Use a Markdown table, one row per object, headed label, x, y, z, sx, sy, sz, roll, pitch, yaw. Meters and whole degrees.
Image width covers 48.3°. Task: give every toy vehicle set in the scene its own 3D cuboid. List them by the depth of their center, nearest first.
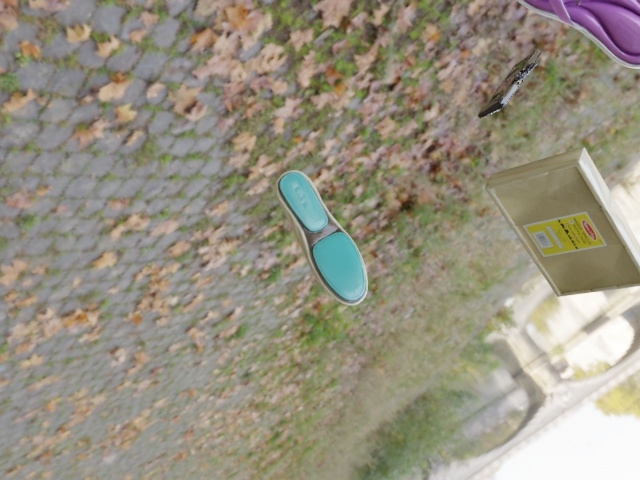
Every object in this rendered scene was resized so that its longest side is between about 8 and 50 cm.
| label | x | y | z | sx | sy | sz | roll | pitch | yaw |
| --- | --- | --- | --- | --- | --- | --- | --- | --- | --- |
| toy vehicle set | 0.406 | -0.019 | 1.164 | 0.166 | 0.267 | 0.035 | -14 | -146 | 45 |

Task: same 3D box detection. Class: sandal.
| label | x | y | z | sx | sy | sz | roll | pitch | yaw |
| --- | --- | --- | --- | --- | --- | --- | --- | --- | --- |
| sandal | 0.563 | -0.519 | 1.504 | 0.169 | 0.416 | 0.102 | -58 | 179 | 22 |

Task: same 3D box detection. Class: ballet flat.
| label | x | y | z | sx | sy | sz | roll | pitch | yaw |
| --- | --- | --- | --- | --- | --- | --- | --- | --- | --- |
| ballet flat | 0.000 | 0.000 | 1.164 | 0.086 | 0.248 | 0.086 | -25 | 166 | -7 |

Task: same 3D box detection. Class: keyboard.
| label | x | y | z | sx | sy | sz | roll | pitch | yaw |
| --- | --- | --- | --- | --- | --- | --- | --- | --- | --- |
| keyboard | 0.397 | -0.324 | 1.461 | 0.180 | 0.023 | 0.108 | -52 | -171 | -26 |
